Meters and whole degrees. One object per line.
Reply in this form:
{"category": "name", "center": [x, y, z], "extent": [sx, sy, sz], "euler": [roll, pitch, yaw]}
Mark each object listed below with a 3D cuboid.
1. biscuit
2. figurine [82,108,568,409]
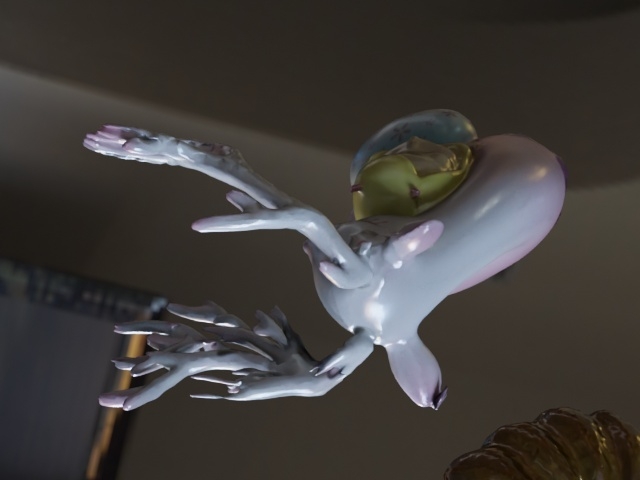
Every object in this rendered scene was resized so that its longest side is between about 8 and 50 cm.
{"category": "biscuit", "center": [0.247, 0.312, 1.729], "extent": [0.107, 0.325, 0.326], "euler": [118, -17, -75]}
{"category": "figurine", "center": [0.003, 0.014, 1.335], "extent": [0.315, 0.284, 0.206], "euler": [-31, 127, -66]}
